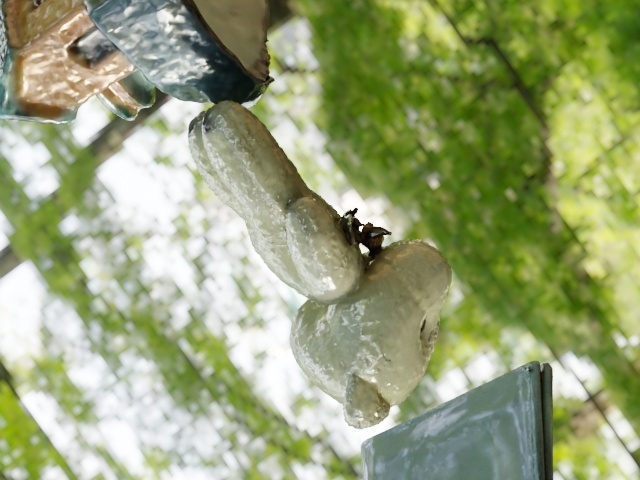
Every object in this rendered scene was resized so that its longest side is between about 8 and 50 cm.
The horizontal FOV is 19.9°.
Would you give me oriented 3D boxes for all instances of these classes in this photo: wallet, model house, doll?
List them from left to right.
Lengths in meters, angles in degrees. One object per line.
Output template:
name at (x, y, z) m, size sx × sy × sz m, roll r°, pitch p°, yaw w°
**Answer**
model house at (-0.205, -0.171, 1.546) m, size 0.184 × 0.291 × 0.253 m, roll 49°, pitch -162°, yaw -39°
doll at (0.001, 0.000, 1.440) m, size 0.278 × 0.149 × 0.175 m, roll 53°, pitch -159°, yaw -9°
wallet at (0.142, 0.282, 1.861) m, size 0.054 × 0.290 × 0.251 m, roll 18°, pitch -122°, yaw -32°
